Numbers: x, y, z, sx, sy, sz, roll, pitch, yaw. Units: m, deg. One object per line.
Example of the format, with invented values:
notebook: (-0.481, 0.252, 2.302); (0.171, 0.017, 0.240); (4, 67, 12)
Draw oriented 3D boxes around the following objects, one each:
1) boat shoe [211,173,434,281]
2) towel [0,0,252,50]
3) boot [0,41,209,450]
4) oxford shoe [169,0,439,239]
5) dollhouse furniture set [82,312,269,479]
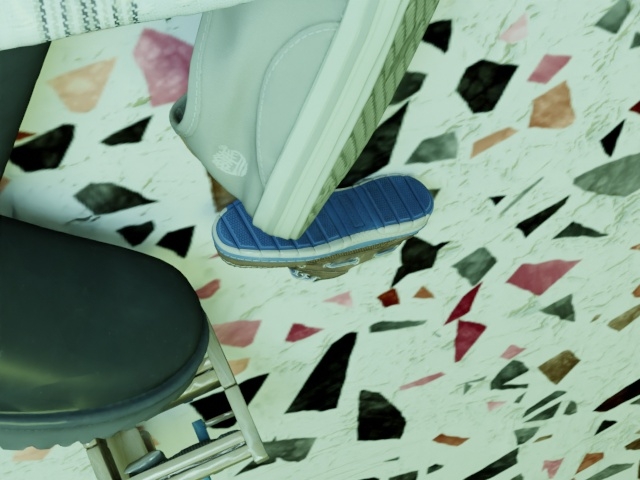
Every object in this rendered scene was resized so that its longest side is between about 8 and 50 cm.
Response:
boat shoe: (0.000, 0.000, 1.074); (0.183, 0.066, 0.066); (-8, 144, -25)
towel: (-0.097, -0.223, 0.512); (0.324, 0.056, 0.312); (-7, 124, 1)
boot: (-0.187, -0.064, 0.803); (0.367, 0.146, 0.445); (-3, 137, -27)
oxford shoe: (0.019, -0.185, 0.778); (0.169, 0.130, 0.449); (-51, 172, -49)
dollhouse furniture set: (-0.126, 0.150, 1.174); (0.129, 0.129, 0.184); (-23, 171, -5)
